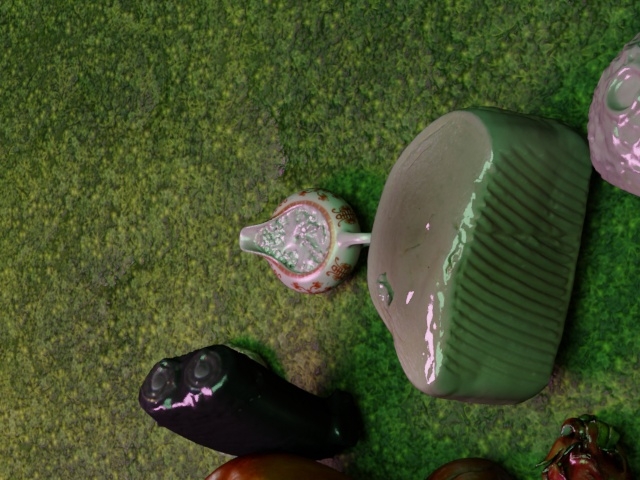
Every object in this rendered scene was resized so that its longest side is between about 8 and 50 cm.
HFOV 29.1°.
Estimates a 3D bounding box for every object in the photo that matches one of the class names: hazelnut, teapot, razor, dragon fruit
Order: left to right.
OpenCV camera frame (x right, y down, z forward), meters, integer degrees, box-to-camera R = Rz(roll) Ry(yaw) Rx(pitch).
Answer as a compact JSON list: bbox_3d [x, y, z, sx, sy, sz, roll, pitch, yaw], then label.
[{"bbox_3d":[-0.095,0.248,1.782,0.189,0.327,0.107,-19,58,33],"label":"razor"},{"bbox_3d":[0.000,0.000,1.860,0.246,0.116,0.159,-10,69,38],"label":"teapot"},{"bbox_3d":[0.208,0.372,1.673,0.143,0.143,0.154,-39,50,29],"label":"hazelnut"},{"bbox_3d":[0.348,0.301,1.577,0.138,0.142,0.175,134,148,-64],"label":"dragon fruit"}]

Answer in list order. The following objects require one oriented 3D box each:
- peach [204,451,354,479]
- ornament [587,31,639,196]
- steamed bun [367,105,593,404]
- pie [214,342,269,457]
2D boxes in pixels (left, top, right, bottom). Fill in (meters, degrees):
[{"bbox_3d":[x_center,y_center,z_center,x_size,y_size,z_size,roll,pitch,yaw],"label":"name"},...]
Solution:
[{"bbox_3d":[-0.042,0.500,1.690,0.335,0.310,0.406,-34,94,27],"label":"peach"},{"bbox_3d":[0.445,-0.145,1.443,0.259,0.259,0.225,30,104,34],"label":"ornament"},{"bbox_3d":[0.198,0.013,1.636,0.236,0.247,0.383,16,97,56],"label":"steamed bun"},{"bbox_3d":[-0.145,0.256,1.994,0.187,0.041,0.186,-2,86,37],"label":"pie"}]
